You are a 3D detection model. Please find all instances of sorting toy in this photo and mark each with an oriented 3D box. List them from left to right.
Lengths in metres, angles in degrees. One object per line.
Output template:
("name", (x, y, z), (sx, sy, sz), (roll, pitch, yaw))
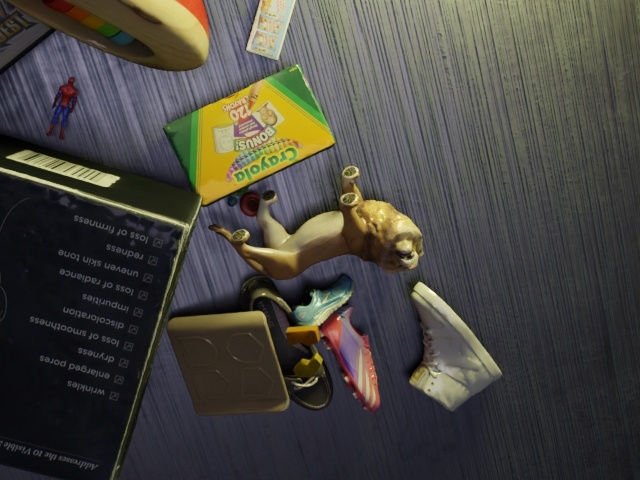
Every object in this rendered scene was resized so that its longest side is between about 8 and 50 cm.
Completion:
("sorting toy", (-0.157, -0.088, 1.585), (0.061, 0.042, 0.102), (-36, 96, -15))
("sorting toy", (-0.137, 0.244, 1.618), (0.308, 0.041, 0.228), (-6, 114, 15))

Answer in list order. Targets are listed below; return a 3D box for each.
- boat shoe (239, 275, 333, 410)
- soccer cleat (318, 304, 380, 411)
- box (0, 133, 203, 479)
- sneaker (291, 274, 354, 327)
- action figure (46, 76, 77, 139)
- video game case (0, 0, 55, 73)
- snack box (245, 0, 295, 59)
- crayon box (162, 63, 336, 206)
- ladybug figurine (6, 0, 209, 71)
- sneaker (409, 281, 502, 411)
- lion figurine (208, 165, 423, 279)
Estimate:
("boat shoe", (-0.069, 0.228, 1.651), (0.112, 0.095, 0.335), (-28, 108, -2))
("soccer cleat", (0.079, 0.251, 1.695), (0.095, 0.083, 0.248), (-31, 105, -5))
("box", (-0.497, 0.096, 1.354), (0.480, 0.297, 0.471), (17, 101, -7))
("sneaker", (0.005, 0.114, 1.625), (0.162, 0.063, 0.073), (-40, 96, -35))
("action figure", (-0.475, -0.246, 1.489), (0.038, 0.030, 0.115), (18, 96, -19))
("video game case", (-0.625, -0.385, 1.363), (0.248, 0.035, 0.275), (49, 66, -17))
("snack box", (-0.086, -0.433, 1.509), (0.064, 0.022, 0.178), (15, 102, -14))
("crayon box", (-0.132, -0.194, 1.516), (0.279, 0.081, 0.165), (-26, 93, -2))
("ladybug figurine", (-0.355, -0.418, 1.314), (0.449, 0.305, 0.161), (24, 83, -49))
("sneaker", (0.243, 0.238, 1.703), (0.169, 0.108, 0.292), (-39, 109, -1))
("lion figurine", (0.000, 0.000, 1.590), (0.393, 0.142, 0.240), (-11, 137, 8))
